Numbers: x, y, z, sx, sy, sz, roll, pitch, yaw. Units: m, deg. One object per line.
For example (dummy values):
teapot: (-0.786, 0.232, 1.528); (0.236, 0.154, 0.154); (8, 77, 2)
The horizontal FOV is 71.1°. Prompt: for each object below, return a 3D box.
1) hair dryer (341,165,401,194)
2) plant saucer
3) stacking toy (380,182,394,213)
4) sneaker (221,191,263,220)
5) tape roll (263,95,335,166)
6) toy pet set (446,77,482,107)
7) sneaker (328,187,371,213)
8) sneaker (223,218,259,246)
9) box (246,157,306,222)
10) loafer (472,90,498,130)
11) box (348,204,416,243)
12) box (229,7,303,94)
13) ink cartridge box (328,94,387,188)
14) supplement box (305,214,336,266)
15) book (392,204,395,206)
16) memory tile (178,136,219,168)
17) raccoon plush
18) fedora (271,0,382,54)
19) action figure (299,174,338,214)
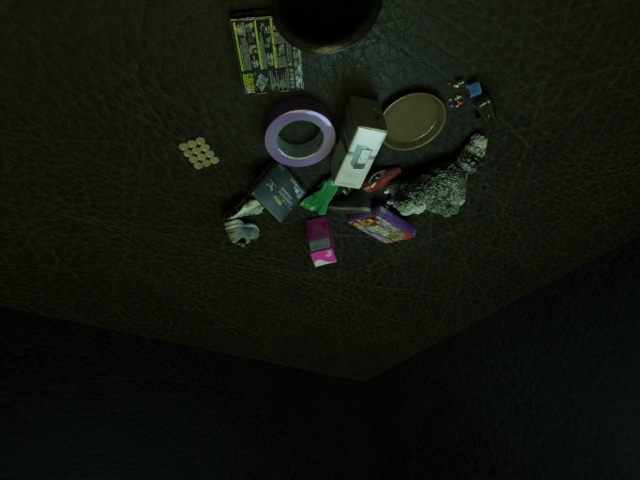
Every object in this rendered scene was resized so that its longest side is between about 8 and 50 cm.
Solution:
hair dryer: (0.252, -0.260, 1.929); (0.223, 0.080, 0.293); (-17, -171, 47)
plant saucer: (0.363, -0.479, 1.797); (0.277, 0.041, 0.278); (-5, 141, -4)
stacking toy: (0.327, -0.174, 2.138); (0.166, 0.052, 0.221); (23, 138, -24)
sneaker: (-0.323, -0.147, 2.030); (0.282, 0.110, 0.122); (-25, 143, 20)
tape roll: (-0.082, -0.419, 1.747); (0.274, 0.090, 0.275); (-5, 141, -4)
toy pet set: (0.550, -0.557, 1.714); (0.114, 0.065, 0.122); (-17, 142, 11)
sneaker: (0.141, -0.192, 2.098); (0.221, 0.118, 0.083); (5, 170, 29)
sneaker: (-0.372, -0.021, 2.114); (0.105, 0.116, 0.281); (-12, 171, 17)
box: (-0.187, -0.214, 1.934); (0.183, 0.059, 0.233); (-49, 136, -8)
loafer: (0.653, -0.509, 1.783); (0.078, 0.080, 0.220); (-15, 150, 25)
box: (0.309, -0.074, 2.225); (0.293, 0.057, 0.200); (27, 154, -36)
box: (-0.172, -0.625, 1.493); (0.215, 0.060, 0.270); (-6, 141, -2)
ink cartridge box: (0.136, -0.382, 1.740); (0.121, 0.211, 0.289); (7, 138, -17)
supplement box: (0.000, 0.000, 2.184); (0.113, 0.220, 0.111); (-13, 142, 6)
book: (0.439, -0.182, 2.194); (0.144, 0.035, 0.096); (14, 140, -26)
memory tile: (-0.491, -0.353, 1.812); (0.113, 0.012, 0.148); (-17, 142, 11)
raccoon plush: (0.482, -0.294, 1.949); (0.298, 0.216, 0.447); (9, 110, -28)
fedora: (0.020, -0.675, 1.333); (0.333, 0.335, 0.152); (-8, 173, 0)
action figure: (0.014, -0.218, 2.040); (0.137, 0.064, 0.232); (14, 140, -24)
